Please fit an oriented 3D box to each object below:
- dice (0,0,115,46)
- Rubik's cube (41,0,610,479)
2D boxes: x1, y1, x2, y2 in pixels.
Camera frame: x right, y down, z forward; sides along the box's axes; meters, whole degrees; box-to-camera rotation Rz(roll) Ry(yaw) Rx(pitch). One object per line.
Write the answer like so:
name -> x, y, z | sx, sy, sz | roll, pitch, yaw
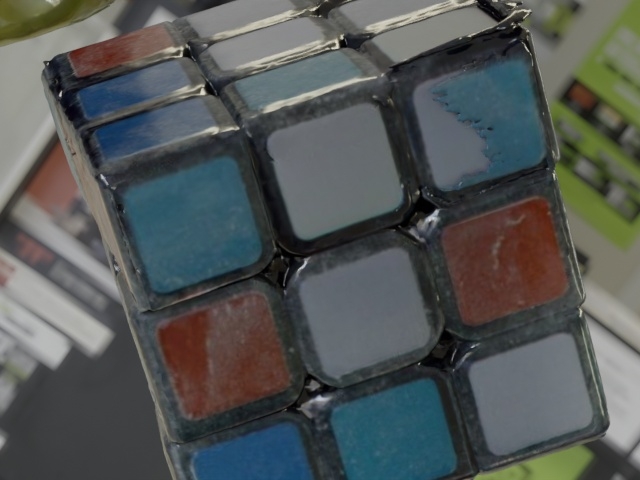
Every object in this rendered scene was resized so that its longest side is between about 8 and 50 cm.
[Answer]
dice -> -0.327, -0.308, 1.857 | 0.233, 0.227, 0.238 | -122, -163, -74
Rubik's cube -> 0.000, 0.000, 1.614 | 0.362, 0.363, 0.358 | -125, -165, -65
